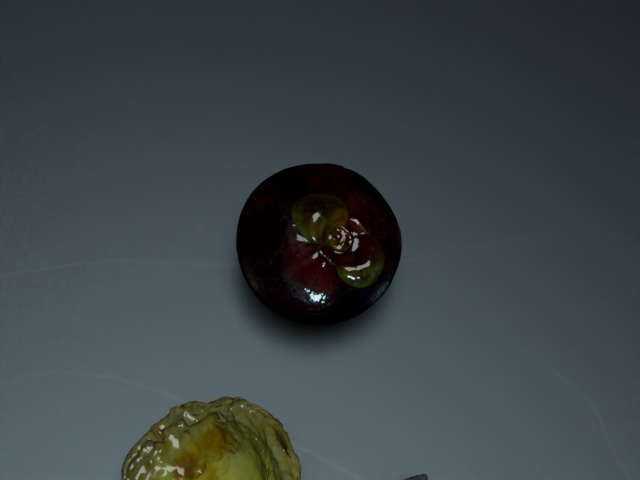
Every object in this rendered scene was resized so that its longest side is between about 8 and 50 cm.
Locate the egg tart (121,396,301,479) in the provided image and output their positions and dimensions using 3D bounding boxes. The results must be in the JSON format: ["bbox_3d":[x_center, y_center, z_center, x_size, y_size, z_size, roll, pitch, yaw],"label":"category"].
[{"bbox_3d":[-0.086,0.230,1.161,0.213,0.090,0.212,-23,53,34],"label":"egg tart"}]

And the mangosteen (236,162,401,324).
[{"bbox_3d":[0.000,0.000,1.244,0.152,0.152,0.152,1,71,-4],"label":"mangosteen"}]

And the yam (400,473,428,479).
[{"bbox_3d":[0.038,0.252,1.196,0.141,0.079,0.079,-15,72,-10],"label":"yam"}]
